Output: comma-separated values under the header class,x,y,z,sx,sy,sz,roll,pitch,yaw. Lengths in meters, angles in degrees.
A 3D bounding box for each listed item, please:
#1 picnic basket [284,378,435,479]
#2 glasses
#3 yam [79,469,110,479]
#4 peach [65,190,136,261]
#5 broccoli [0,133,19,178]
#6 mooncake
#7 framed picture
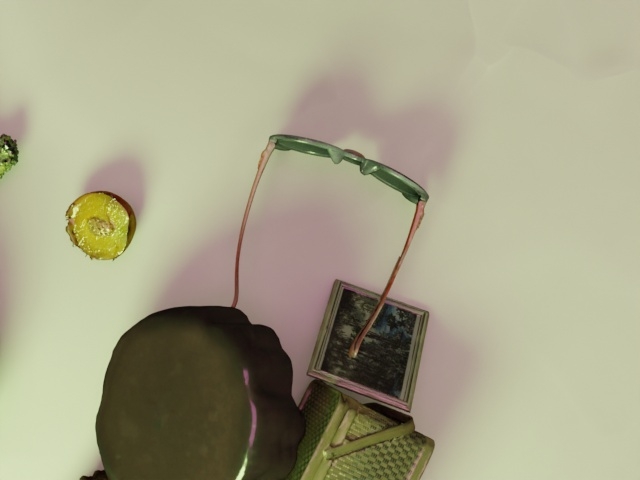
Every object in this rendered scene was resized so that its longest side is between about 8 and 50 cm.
class,x,y,z,sx,sy,sz,roll,pitch,yaw
picnic basket,0.013,0.322,1.288,0.139,0.165,0.267,29,83,-12
glasses,0.000,0.000,1.352,0.234,0.118,0.269,22,81,-3
yam,-0.326,0.432,1.279,0.131,0.131,0.280,33,81,0
peach,-0.292,-0.022,1.364,0.098,0.061,0.098,2,97,14
broccoli,-0.460,-0.109,1.348,0.096,0.092,0.095,19,69,16
mooncake,-0.142,0.218,1.253,0.283,0.141,0.283,-4,84,37
framed picture,0.068,0.133,1.338,0.141,0.011,0.183,20,42,-1
